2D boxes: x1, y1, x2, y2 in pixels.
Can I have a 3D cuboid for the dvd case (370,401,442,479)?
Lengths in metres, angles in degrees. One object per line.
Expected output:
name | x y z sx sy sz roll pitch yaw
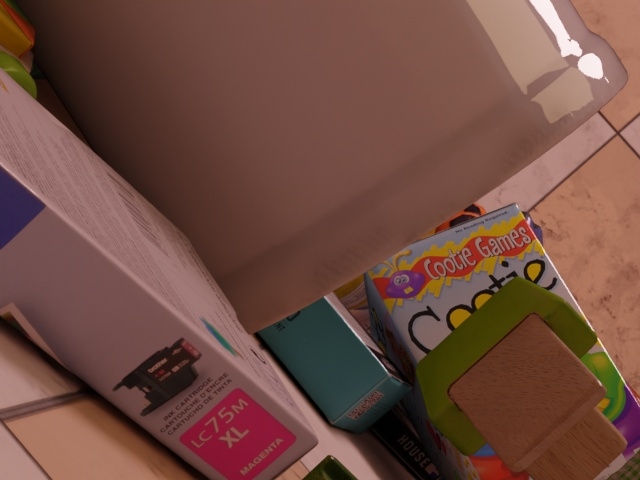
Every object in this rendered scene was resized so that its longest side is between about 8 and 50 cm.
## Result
dvd case | 0.066 0.154 1.728 0.179 0.029 0.238 47 5 -28

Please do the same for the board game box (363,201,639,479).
board game box | 0.156 0.131 1.529 0.144 0.142 0.275 82 -16 -55

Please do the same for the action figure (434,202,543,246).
action figure | 0.140 0.111 1.851 0.330 0.179 0.341 -82 167 -68

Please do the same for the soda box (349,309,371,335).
soda box | 0.051 0.075 2.070 0.058 0.063 0.183 45 5 -19

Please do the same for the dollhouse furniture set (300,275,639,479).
dollhouse furniture set | 0.154 0.197 1.027 0.301 0.197 0.151 46 3 -27

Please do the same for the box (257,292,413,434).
box | -0.033 0.040 1.503 0.244 0.060 0.100 50 4 17

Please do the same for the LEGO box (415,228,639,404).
LEGO box | 0.272 0.193 2.400 0.372 0.193 0.500 45 5 -45

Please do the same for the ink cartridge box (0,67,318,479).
ink cartridge box | -0.136 -0.014 0.898 0.311 0.065 0.186 48 3 -43

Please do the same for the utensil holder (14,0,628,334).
utensil holder | -0.038 -0.180 1.235 0.385 0.328 0.327 58 3 -4

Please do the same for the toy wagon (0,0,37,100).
toy wagon | -0.251 -0.168 1.077 0.267 0.068 0.344 51 5 30

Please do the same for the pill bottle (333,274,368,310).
pill bottle | 0.000 0.000 1.679 0.119 0.119 0.208 50 11 22

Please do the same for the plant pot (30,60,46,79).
plant pot | -0.208 -0.251 1.472 0.234 0.166 0.165 66 15 2
